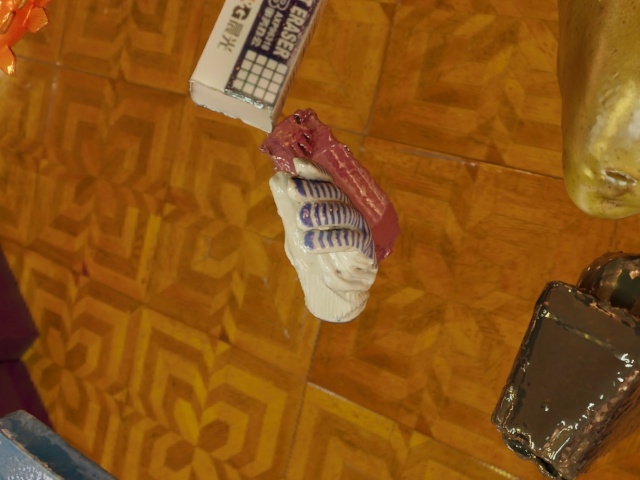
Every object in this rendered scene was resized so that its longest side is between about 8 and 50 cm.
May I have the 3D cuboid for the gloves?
[{"bbox_3d":[0.004,-0.002,0.862,0.119,0.229,0.097,20,58,29],"label":"gloves"}]

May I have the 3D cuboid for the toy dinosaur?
[{"bbox_3d":[-0.309,-0.226,0.768,0.288,0.070,0.117,-47,49,23],"label":"toy dinosaur"}]

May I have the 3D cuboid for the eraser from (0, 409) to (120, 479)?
[{"bbox_3d":[-0.218,0.305,0.817,0.311,0.042,0.144,27,130,21],"label":"eraser"}]

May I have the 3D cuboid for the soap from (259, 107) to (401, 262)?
[{"bbox_3d":[0.014,-0.079,1.272,0.112,0.289,0.182,-42,26,-11],"label":"soap"}]

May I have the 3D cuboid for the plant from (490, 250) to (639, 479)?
[{"bbox_3d":[0.290,0.127,0.819,0.141,0.164,0.256,26,74,40],"label":"plant"}]

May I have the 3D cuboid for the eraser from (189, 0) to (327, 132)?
[{"bbox_3d":[-0.071,-0.307,1.083,0.130,0.086,0.287,23,78,0],"label":"eraser"}]

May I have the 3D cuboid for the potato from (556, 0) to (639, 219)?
[{"bbox_3d":[0.264,-0.194,0.615,0.195,0.176,0.369,-4,63,46],"label":"potato"}]
